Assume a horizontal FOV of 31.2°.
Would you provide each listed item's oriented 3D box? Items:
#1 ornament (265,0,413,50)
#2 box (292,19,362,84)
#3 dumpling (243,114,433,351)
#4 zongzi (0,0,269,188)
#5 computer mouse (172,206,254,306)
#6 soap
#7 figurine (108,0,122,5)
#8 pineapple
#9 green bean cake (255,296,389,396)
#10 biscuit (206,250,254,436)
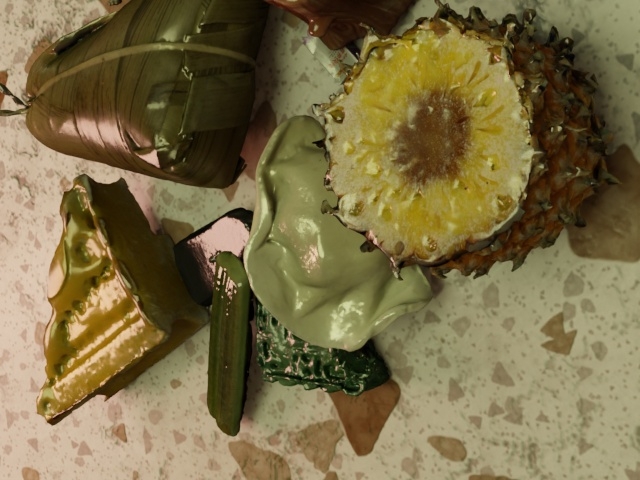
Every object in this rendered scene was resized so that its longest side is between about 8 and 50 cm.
[{"bbox_3d":[0.001,-0.387,1.519,0.221,0.218,0.235,35,105,22],"label":"ornament"},{"bbox_3d":[0.015,-0.281,1.656,0.117,0.036,0.050,49,121,18],"label":"box"},{"bbox_3d":[0.000,0.000,1.590,0.243,0.187,0.318,-38,92,-10],"label":"dumpling"},{"bbox_3d":[-0.272,-0.339,1.790,0.500,0.218,0.466,14,84,40],"label":"zongzi"},{"bbox_3d":[-0.144,0.020,1.789,0.217,0.073,0.122,-29,79,41],"label":"computer mouse"},{"bbox_3d":[-0.394,0.099,1.916,0.339,0.169,0.304,-37,76,31],"label":"soap"},{"bbox_3d":[-0.315,-0.469,1.808,0.122,0.121,0.176,-118,19,-51],"label":"figurine"},{"bbox_3d":[0.190,-0.122,1.400,0.352,0.300,0.352,7,102,34],"label":"pineapple"},{"bbox_3d":[-0.001,0.116,1.688,0.193,0.107,0.208,5,98,35],"label":"green bean cake"},{"bbox_3d":[-0.143,0.164,1.765,0.099,0.038,0.322,45,140,43],"label":"biscuit"}]
